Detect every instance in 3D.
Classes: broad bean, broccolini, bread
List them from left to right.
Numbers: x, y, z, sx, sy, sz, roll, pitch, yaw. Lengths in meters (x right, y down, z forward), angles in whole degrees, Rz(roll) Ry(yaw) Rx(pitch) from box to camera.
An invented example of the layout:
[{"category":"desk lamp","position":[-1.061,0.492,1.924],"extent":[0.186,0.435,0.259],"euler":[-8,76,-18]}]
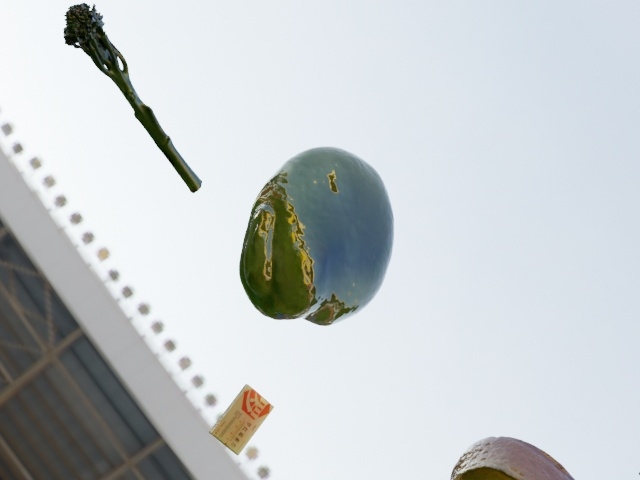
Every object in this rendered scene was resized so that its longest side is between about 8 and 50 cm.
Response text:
[{"category":"broccolini","position":[-0.163,-0.126,1.050],"extent":[0.218,0.042,0.044],"euler":[54,2,-34]},{"category":"broad bean","position":[-0.001,0.000,1.589],"extent":[0.119,0.291,0.238],"euler":[-9,-62,45]},{"category":"bread","position":[0.313,0.429,1.781],"extent":[0.269,0.142,0.195],"euler":[44,-62,7]}]

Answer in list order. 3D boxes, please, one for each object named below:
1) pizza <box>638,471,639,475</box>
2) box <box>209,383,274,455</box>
[{"category":"pizza","position":[0.389,0.369,1.308],"extent":[0.062,0.188,0.199],"euler":[-8,-49,1]},{"category":"box","position":[-0.118,0.270,1.743],"extent":[0.058,0.093,0.015],"euler":[43,-16,-19]}]
